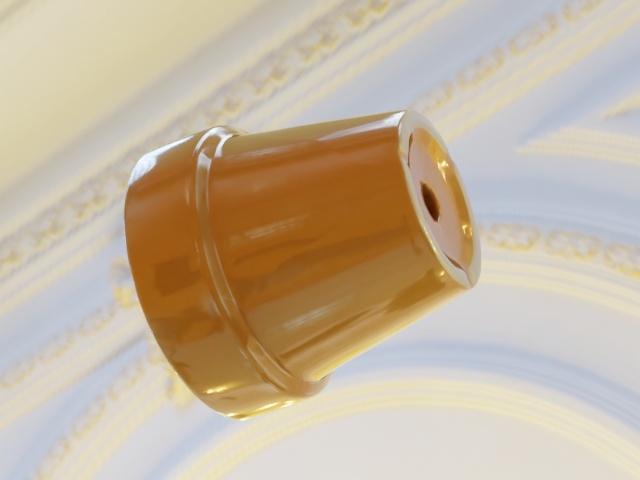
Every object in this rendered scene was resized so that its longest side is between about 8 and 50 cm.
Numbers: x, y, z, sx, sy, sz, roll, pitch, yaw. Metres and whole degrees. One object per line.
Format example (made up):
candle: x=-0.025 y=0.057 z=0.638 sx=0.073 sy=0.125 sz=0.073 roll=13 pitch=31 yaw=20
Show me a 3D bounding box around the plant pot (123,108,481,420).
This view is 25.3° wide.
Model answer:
plant pot: x=0.000 y=0.000 z=0.980 sx=0.188 sy=0.205 sz=0.205 roll=-20 pitch=-122 yaw=22
